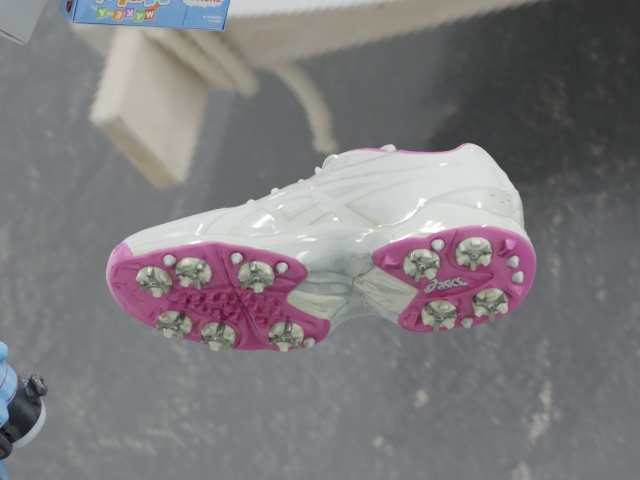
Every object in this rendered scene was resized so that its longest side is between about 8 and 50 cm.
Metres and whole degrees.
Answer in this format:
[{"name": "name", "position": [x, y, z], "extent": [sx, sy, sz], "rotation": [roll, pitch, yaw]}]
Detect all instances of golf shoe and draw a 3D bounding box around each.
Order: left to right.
[{"name": "golf shoe", "position": [0.000, 0.000, 1.351], "extent": [0.306, 0.115, 0.140], "rotation": [-3, 45, 5]}]

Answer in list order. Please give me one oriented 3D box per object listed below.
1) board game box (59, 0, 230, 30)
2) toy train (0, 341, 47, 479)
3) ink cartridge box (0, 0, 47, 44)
[{"name": "board game box", "position": [-0.140, -0.296, 1.695], "extent": [0.039, 0.160, 0.211], "rotation": [45, 128, 48]}, {"name": "toy train", "position": [-0.231, 0.078, 1.063], "extent": [0.105, 0.184, 0.080], "rotation": [-29, 41, 8]}, {"name": "ink cartridge box", "position": [-0.384, -0.352, 1.791], "extent": [0.307, 0.129, 0.223], "rotation": [25, 90, 22]}]
